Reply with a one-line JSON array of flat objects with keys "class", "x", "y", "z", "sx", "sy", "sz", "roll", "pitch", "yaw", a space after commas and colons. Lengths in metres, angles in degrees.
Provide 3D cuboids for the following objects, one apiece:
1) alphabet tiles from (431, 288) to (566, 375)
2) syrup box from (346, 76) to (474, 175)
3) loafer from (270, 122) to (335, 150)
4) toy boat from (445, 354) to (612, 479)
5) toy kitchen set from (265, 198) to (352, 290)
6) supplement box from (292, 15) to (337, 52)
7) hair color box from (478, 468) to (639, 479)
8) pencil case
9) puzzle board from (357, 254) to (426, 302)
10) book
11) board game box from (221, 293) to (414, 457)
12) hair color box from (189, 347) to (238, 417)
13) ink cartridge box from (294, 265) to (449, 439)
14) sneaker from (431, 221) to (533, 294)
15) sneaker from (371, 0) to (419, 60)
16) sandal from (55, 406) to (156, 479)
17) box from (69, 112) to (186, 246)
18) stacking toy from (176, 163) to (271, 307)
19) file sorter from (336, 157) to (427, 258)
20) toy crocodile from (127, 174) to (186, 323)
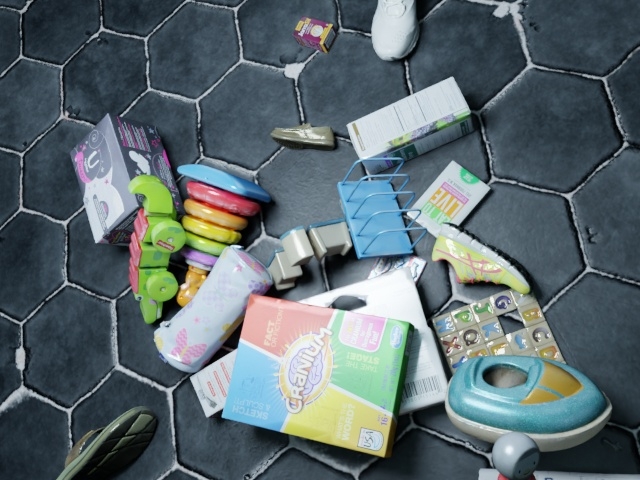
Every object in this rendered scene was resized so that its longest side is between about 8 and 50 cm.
[{"class": "alphabet tiles", "x": 0.339, "y": 0.220, "z": 1.257, "sx": 0.198, "sy": 0.009, "sz": 0.237, "roll": -23, "pitch": 68, "yaw": 10}, {"class": "syrup box", "x": 0.184, "y": -0.230, "z": 1.392, "sx": 0.237, "sy": 0.093, "sz": 0.096, "roll": -24, "pitch": 69, "yaw": 10}, {"class": "loafer", "x": -0.036, "y": -0.230, "z": 1.486, "sx": 0.148, "sy": 0.056, "sz": 0.050, "roll": 10, "pitch": 76, "yaw": 10}, {"class": "toy boat", "x": 0.324, "y": 0.283, "z": 1.083, "sx": 0.267, "sy": 0.318, "sz": 0.148, "roll": 0, "pitch": 118, "yaw": 20}, {"class": "toy kitchen set", "x": 0.000, "y": 0.000, "z": 1.402, "sx": 0.207, "sy": 0.166, "sz": 0.122, "roll": -12, "pitch": 67, "yaw": -25}, {"class": "supplement box", "x": -0.012, "y": -0.472, "z": 1.552, "sx": 0.083, "sy": 0.043, "sz": 0.055, "roll": 23, "pitch": 84, "yaw": 23}, {"class": "hair color box", "x": 0.423, "y": 0.446, "z": 1.066, "sx": 0.347, "sy": 0.174, "sz": 0.105, "roll": -3, "pitch": 92, "yaw": 17}, {"class": "pencil case", "x": -0.218, "y": 0.140, "z": 1.384, "sx": 0.124, "sy": 0.113, "sz": 0.273, "roll": 44, "pitch": 97, "yaw": 21}, {"class": "puzzle board", "x": 0.142, "y": 0.079, "z": 1.359, "sx": 0.096, "sy": 0.011, "sz": 0.128, "roll": 24, "pitch": 82, "yaw": 22}, {"class": "book", "x": 0.257, "y": -0.075, "z": 1.360, "sx": 0.096, "sy": 0.035, "sz": 0.144, "roll": 39, "pitch": 88, "yaw": 19}, {"class": "board game box", "x": -0.004, "y": 0.244, "z": 1.256, "sx": 0.316, "sy": 0.064, "sz": 0.242, "roll": 8, "pitch": 77, "yaw": 19}, {"class": "hair color box", "x": -0.170, "y": 0.278, "z": 1.377, "sx": 0.167, "sy": 0.053, "sz": 0.093, "roll": -31, "pitch": 69, "yaw": 6}, {"class": "ink cartridge box", "x": 0.076, "y": 0.218, "z": 1.309, "sx": 0.296, "sy": 0.066, "sz": 0.261, "roll": -18, "pitch": 70, "yaw": 11}, {"class": "sneaker", "x": 0.303, "y": 0.052, "z": 1.288, "sx": 0.208, "sy": 0.081, "sz": 0.094, "roll": 34, "pitch": 103, "yaw": 23}, {"class": "sneaker", "x": 0.162, "y": -0.534, "z": 1.470, "sx": 0.111, "sy": 0.129, "sz": 0.297, "roll": 4, "pitch": 77, "yaw": 17}, {"class": "sandal", "x": -0.471, "y": 0.442, "z": 1.395, "sx": 0.303, "sy": 0.120, "sz": 0.086, "roll": -42, "pitch": 53, "yaw": 3}, {"class": "box", "x": -0.434, "y": -0.129, "z": 1.510, "sx": 0.163, "sy": 0.142, "sz": 0.247, "roll": -35, "pitch": 65, "yaw": 28}, {"class": "stacking toy", "x": -0.238, "y": 0.002, "z": 1.441, "sx": 0.175, "sy": 0.166, "sz": 0.302, "roll": 19, "pitch": 92, "yaw": 21}, {"class": "file sorter", "x": 0.123, "y": -0.066, "z": 1.321, "sx": 0.118, "sy": 0.104, "sz": 0.170, "roll": -4, "pitch": 63, "yaw": -23}, {"class": "toy crocodile", "x": -0.350, "y": 0.024, "z": 1.398, "sx": 0.115, "sy": 0.105, "sz": 0.340, "roll": 57, "pitch": 141, "yaw": 46}]
